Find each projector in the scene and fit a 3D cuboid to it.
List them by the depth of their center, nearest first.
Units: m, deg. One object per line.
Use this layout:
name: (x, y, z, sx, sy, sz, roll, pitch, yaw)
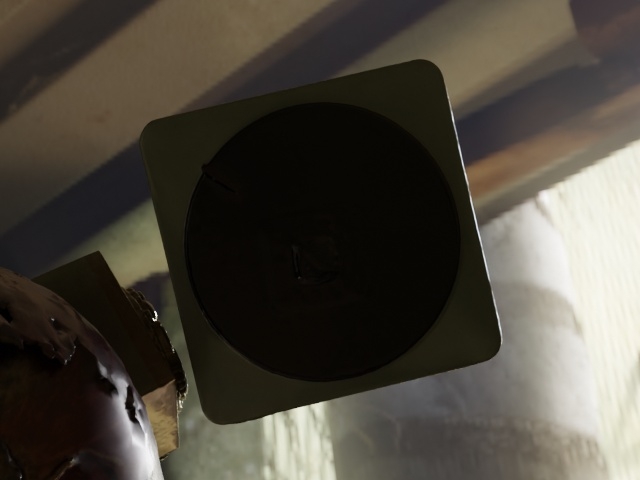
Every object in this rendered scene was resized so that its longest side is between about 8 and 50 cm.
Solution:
projector: (0.000, 0.000, 1.098, 0.257, 0.259, 0.079, -13, 4, -5)

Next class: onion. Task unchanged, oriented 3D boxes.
onion: (-0.225, 0.142, 0.724, 0.276, 0.276, 0.276, -5, -31, -3)

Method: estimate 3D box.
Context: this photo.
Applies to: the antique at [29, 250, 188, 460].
antique: (-0.197, 0.116, 1.093, 0.148, 0.147, 0.152, -27, -26, -19)
